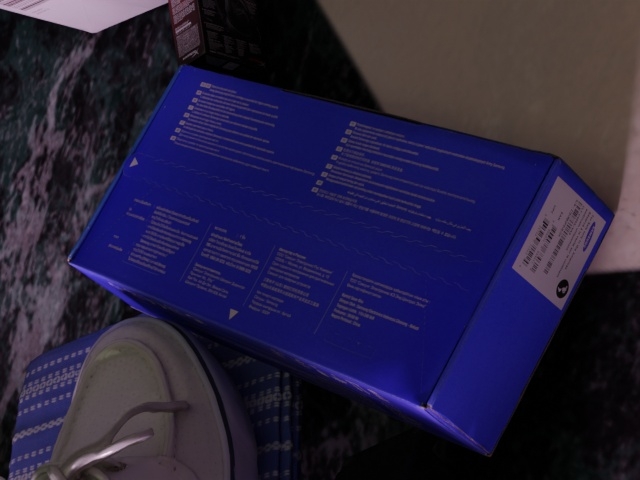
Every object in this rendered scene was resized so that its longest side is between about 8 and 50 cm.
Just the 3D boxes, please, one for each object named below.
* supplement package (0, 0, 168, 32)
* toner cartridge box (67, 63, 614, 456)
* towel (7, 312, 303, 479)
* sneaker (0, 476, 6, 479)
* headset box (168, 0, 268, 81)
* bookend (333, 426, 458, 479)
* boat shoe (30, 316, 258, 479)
[{"bbox_3d":[-0.186,-0.321,1.299,0.198,0.199,0.263,-14,73,43],"label":"supplement package"},{"bbox_3d":[0.000,0.000,1.105,0.348,0.075,0.165,19,75,45],"label":"toner cartridge box"},{"bbox_3d":[-0.110,0.190,1.142,0.243,0.040,0.336,-20,49,25],"label":"towel"},{"bbox_3d":[-0.261,0.246,1.369,0.070,0.051,0.134,-32,57,43],"label":"sneaker"},{"bbox_3d":[-0.075,-0.158,1.255,0.032,0.062,0.083,-28,64,38],"label":"headset box"},{"bbox_3d":[0.060,0.219,1.024,0.072,0.156,0.157,-30,18,38],"label":"bookend"},{"bbox_3d":[-0.132,0.176,1.023,0.135,0.156,0.367,-23,48,24],"label":"boat shoe"}]
